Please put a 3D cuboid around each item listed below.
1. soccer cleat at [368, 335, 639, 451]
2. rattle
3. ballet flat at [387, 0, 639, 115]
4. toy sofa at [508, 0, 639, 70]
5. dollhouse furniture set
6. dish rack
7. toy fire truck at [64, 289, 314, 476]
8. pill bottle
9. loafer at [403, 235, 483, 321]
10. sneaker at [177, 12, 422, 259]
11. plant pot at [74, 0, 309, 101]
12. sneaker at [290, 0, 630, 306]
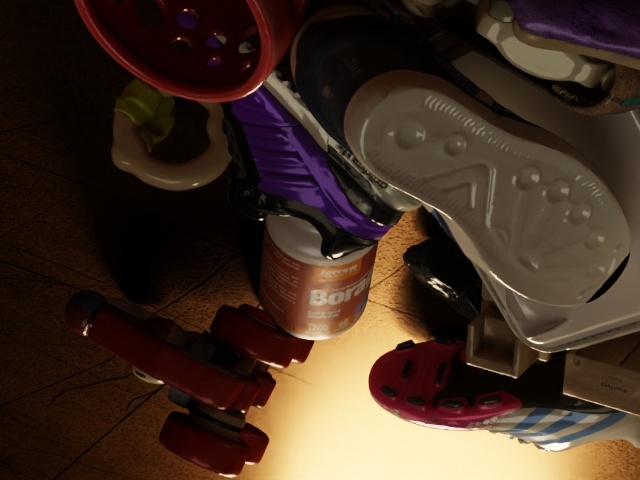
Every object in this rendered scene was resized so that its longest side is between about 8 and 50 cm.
[{"bbox_3d":[0.219,0.192,1.828,0.331,0.116,0.143,1,140,22],"label":"soccer cleat"},{"bbox_3d":[-0.110,-0.091,1.624,0.199,0.130,0.143,3,147,-5],"label":"rattle"},{"bbox_3d":[0.131,-0.201,1.295,0.316,0.106,0.108,31,122,14],"label":"ballet flat"},{"bbox_3d":[0.331,-0.211,1.206,0.362,0.177,0.150,18,143,1],"label":"toy sofa"},{"bbox_3d":[0.315,-0.031,1.566,0.303,0.174,0.356,14,116,27],"label":"dollhouse furniture set"},{"bbox_3d":[0.217,-0.051,1.440,0.285,0.072,0.333,-22,101,43],"label":"dish rack"},{"bbox_3d":[-0.161,0.133,1.812,0.253,0.169,0.302,24,-179,8],"label":"toy fire truck"},{"bbox_3d":[0.000,0.000,1.669,0.121,0.121,0.216,15,144,5],"label":"pill bottle"},{"bbox_3d":[0.162,0.051,1.731,0.170,0.062,0.061,41,160,-23],"label":"loafer"},{"bbox_3d":[-0.050,-0.096,1.494,0.293,0.102,0.146,45,113,-2],"label":"sneaker"},{"bbox_3d":[-0.089,-0.238,1.339,0.191,0.174,0.191,18,141,16],"label":"plant pot"},{"bbox_3d":[0.111,-0.090,1.380,0.322,0.236,0.130,32,105,-32],"label":"sneaker"}]
